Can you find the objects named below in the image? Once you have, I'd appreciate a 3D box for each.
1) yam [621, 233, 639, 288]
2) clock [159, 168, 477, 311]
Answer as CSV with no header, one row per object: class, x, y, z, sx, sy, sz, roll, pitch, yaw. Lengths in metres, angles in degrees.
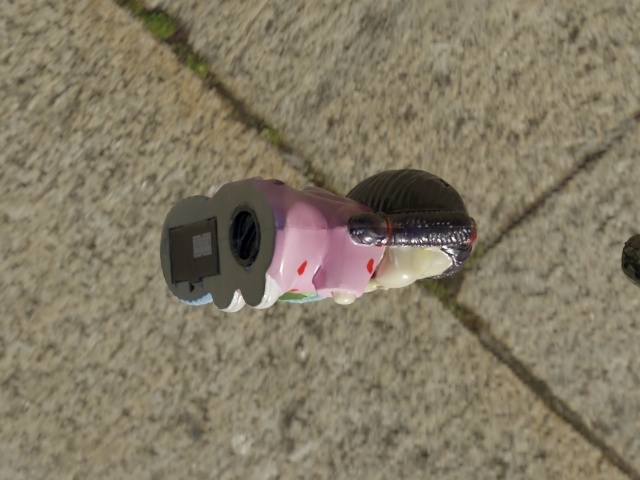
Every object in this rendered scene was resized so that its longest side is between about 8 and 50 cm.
yam,0.370,0.064,1.257,0.061,0.253,0.061,-14,120,-27
clock,0.000,0.000,1.058,0.195,0.194,0.100,-2,86,-32
